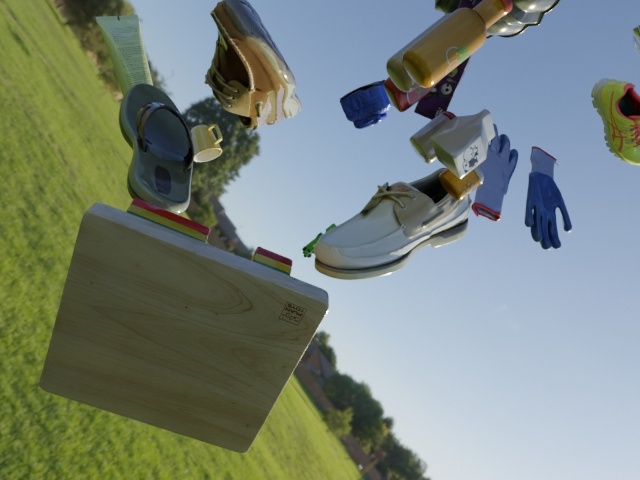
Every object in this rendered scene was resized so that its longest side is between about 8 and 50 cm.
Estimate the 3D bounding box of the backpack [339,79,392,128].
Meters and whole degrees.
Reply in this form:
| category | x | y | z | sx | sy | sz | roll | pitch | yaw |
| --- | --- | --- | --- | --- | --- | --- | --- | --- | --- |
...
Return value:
| category | x | y | z | sx | sy | sz | roll | pitch | yaw |
| --- | --- | --- | --- | --- | --- | --- | --- | --- | --- |
| backpack | 0.128 | -0.338 | 1.406 | 0.101 | 0.120 | 0.098 | 63 | 31 | -14 |

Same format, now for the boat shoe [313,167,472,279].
| category | x | y | z | sx | sy | sz | roll | pitch | yaw |
| --- | --- | --- | --- | --- | --- | --- | --- | --- | --- |
| boat shoe | 0.107 | -0.033 | 0.811 | 0.113 | 0.302 | 0.104 | 24 | -58 | 38 |

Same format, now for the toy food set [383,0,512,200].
| category | x | y | z | sx | sy | sz | roll | pitch | yaw |
| --- | --- | --- | --- | --- | --- | --- | --- | --- | --- |
| toy food set | 0.144 | -0.151 | 0.598 | 0.111 | 0.104 | 0.232 | 52 | 0 | 39 |

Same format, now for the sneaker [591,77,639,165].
| category | x | y | z | sx | sy | sz | roll | pitch | yaw |
| --- | --- | --- | --- | --- | --- | --- | --- | --- | --- |
| sneaker | 0.643 | -0.240 | 1.178 | 0.209 | 0.081 | 0.094 | 52 | -5 | -17 |

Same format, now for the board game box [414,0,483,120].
| category | x | y | z | sx | sy | sz | roll | pitch | yaw |
| --- | --- | --- | --- | --- | --- | --- | --- | --- | --- |
| board game box | 0.226 | -0.349 | 0.751 | 0.056 | 0.208 | 0.347 | 22 | -49 | 3 |

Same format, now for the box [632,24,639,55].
| category | x | y | z | sx | sy | sz | roll | pitch | yaw |
| --- | --- | --- | --- | --- | --- | --- | --- | --- | --- |
| box | 0.580 | -0.289 | 0.923 | 0.059 | 0.054 | 0.169 | 35 | 29 | -54 |

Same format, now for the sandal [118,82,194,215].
| category | x | y | z | sx | sy | sz | roll | pitch | yaw |
| --- | --- | --- | --- | --- | --- | --- | --- | --- | --- |
| sandal | -0.244 | -0.158 | 0.898 | 0.120 | 0.086 | 0.303 | 14 | 37 | -35 |

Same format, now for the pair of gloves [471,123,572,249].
| category | x | y | z | sx | sy | sz | roll | pitch | yaw |
| --- | --- | --- | --- | --- | --- | --- | --- | --- | --- |
| pair of gloves | 0.269 | -0.075 | 0.774 | 0.198 | 0.159 | 0.023 | 24 | -29 | -22 |

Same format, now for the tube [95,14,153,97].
| category | x | y | z | sx | sy | sz | roll | pitch | yaw |
| --- | --- | --- | --- | --- | --- | --- | --- | --- | --- |
| tube | -0.383 | -0.338 | 1.171 | 0.070 | 0.062 | 0.240 | -80 | 158 | -74 |

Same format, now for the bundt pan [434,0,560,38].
| category | x | y | z | sx | sy | sz | roll | pitch | yaw |
| --- | --- | --- | --- | --- | --- | --- | --- | --- | --- |
| bundt pan | 0.366 | -0.599 | 1.232 | 0.330 | 0.124 | 0.331 | 23 | -52 | 32 |

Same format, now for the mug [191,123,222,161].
| category | x | y | z | sx | sy | sz | roll | pitch | yaw |
| --- | --- | --- | --- | --- | --- | --- | --- | --- | --- |
| mug | -0.241 | -0.211 | 1.202 | 0.062 | 0.078 | 0.064 | 45 | 25 | -78 |

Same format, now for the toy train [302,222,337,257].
| category | x | y | z | sx | sy | sz | roll | pitch | yaw |
| --- | --- | --- | --- | --- | --- | --- | --- | --- | --- |
| toy train | 0.000 | 0.000 | 1.025 | 0.024 | 0.083 | 0.017 | 57 | 9 | 32 |

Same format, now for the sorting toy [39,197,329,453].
| category | x | y | z | sx | sy | sz | roll | pitch | yaw |
| --- | --- | --- | --- | --- | --- | --- | --- | --- | --- |
| sorting toy | -0.156 | 0.097 | 0.654 | 0.257 | 0.256 | 0.089 | 22 | 28 | -11 |

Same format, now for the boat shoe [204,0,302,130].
| category | x | y | z | sx | sy | sz | roll | pitch | yaw |
| --- | --- | --- | --- | --- | --- | --- | --- | --- | --- |
| boat shoe | -0.108 | -0.238 | 0.845 | 0.123 | 0.116 | 0.324 | 60 | 1 | 12 |
